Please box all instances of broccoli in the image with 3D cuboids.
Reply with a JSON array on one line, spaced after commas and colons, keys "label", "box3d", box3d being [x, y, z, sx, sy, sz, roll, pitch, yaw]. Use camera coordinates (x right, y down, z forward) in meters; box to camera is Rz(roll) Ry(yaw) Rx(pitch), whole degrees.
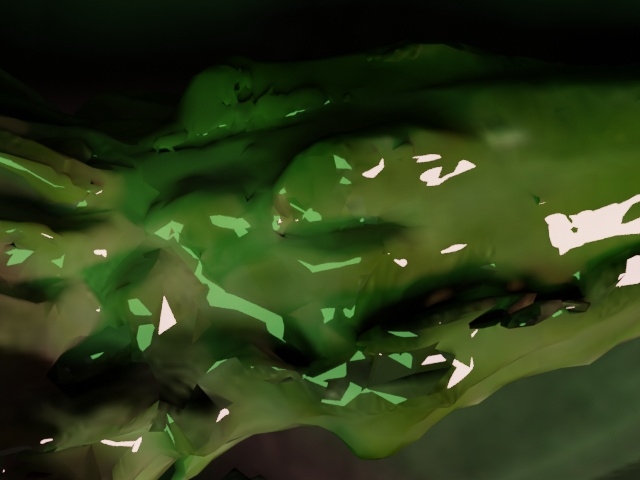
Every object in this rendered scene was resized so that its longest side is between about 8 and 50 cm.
[{"label": "broccoli", "box3d": [0.000, -0.006, 0.373, 0.304, 0.165, 0.145, -7, 91, -8]}]

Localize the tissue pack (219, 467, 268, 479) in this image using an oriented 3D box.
[{"label": "tissue pack", "box3d": [0.035, 0.238, 0.489, 0.332, 0.123, 0.245, 35, 125, -6]}]
